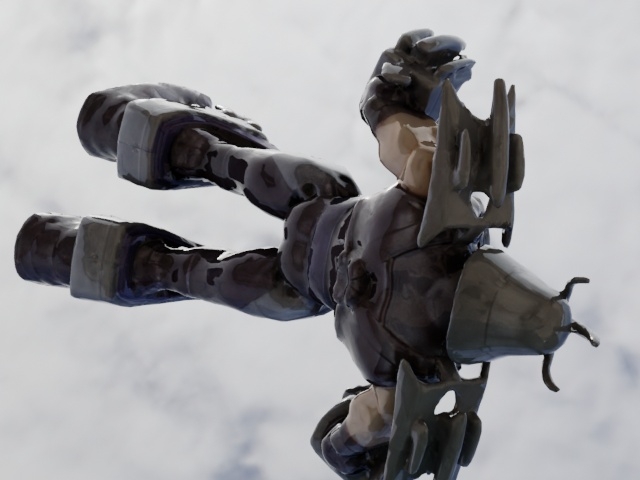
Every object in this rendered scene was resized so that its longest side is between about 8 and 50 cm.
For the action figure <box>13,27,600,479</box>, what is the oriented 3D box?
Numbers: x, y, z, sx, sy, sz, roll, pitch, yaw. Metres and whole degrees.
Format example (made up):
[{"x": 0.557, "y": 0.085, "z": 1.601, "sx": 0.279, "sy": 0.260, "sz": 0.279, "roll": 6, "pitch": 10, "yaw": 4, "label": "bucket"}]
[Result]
[{"x": 0.000, "y": 0.000, "z": 0.676, "sx": 0.099, "sy": 0.285, "sz": 0.185, "roll": 12, "pitch": -86, "yaw": -46, "label": "action figure"}]
